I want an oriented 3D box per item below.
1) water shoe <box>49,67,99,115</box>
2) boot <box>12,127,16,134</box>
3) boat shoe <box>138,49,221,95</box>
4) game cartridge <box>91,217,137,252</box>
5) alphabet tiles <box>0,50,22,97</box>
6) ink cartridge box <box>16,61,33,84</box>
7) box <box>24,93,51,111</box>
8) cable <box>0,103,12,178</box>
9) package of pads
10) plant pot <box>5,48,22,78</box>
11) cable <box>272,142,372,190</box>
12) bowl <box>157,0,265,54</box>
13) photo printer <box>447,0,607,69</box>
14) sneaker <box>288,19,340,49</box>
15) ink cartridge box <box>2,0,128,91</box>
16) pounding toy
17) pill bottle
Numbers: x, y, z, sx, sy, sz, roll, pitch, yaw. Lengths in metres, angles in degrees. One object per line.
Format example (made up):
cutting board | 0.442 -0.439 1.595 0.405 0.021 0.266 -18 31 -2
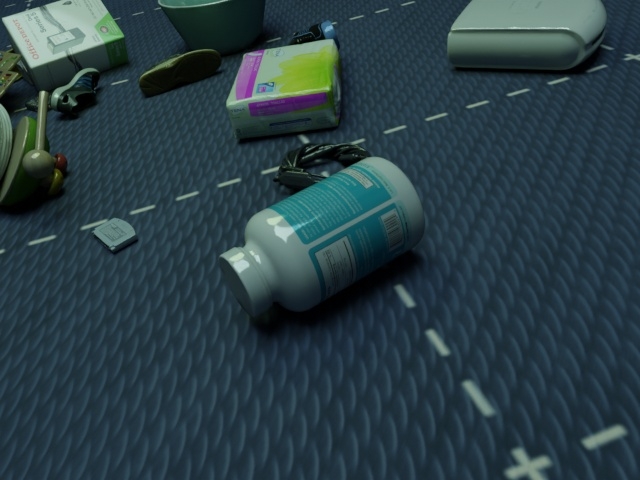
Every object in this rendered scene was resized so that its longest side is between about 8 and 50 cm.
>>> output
water shoe | -0.617 -0.380 1.537 0.080 0.073 0.203 22 42 0
boot | -0.714 -0.234 1.377 0.121 0.045 0.099 11 40 37
boat shoe | -0.370 -0.448 1.533 0.224 0.080 0.073 -27 45 -12
game cartridge | -0.351 -0.011 1.015 0.056 0.017 0.083 -37 44 -24
alphabet tiles | -0.961 -0.409 1.607 0.343 0.011 0.285 19 70 33
ink cartridge box | -0.827 -0.532 1.777 0.151 0.063 0.109 -31 42 -23
box | -0.738 -0.367 1.576 0.083 0.018 0.067 18 46 33
cable | -0.723 -0.178 1.162 0.257 0.089 0.257 -15 74 17
package of pads | -0.066 -0.340 1.294 0.229 0.101 0.296 -7 38 7
plant pot | -0.956 -0.535 1.805 0.083 0.081 0.081 0 38 31
cable | 0.016 -0.130 1.055 0.185 0.047 0.150 7 36 26
bowl | -0.289 -0.641 1.692 0.312 0.163 0.311 -7 38 6
photo printer | 0.467 -0.471 1.316 0.308 0.107 0.256 11 43 27
sneaker | -0.020 -0.493 1.477 0.091 0.081 0.232 -26 18 -5
ink cartridge box | -0.725 -0.570 1.690 0.273 0.114 0.198 -29 74 -22
pounding toy | -0.546 -0.153 1.163 0.237 0.110 0.182 -26 56 44
pill bottle | 0.000 0.000 0.799 0.264 0.146 0.146 -28 40 -21
